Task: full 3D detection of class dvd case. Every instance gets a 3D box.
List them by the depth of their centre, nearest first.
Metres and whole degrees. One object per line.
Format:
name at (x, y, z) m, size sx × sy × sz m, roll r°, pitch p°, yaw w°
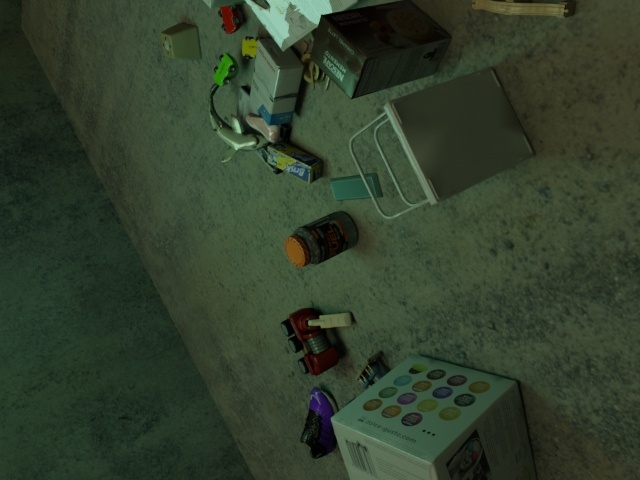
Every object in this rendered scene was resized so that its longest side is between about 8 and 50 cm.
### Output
dvd case at (-0.186, -0.345, 1.771) m, size 0.238 × 0.030 × 0.179 m, roll 47°, pitch 143°, yaw 26°

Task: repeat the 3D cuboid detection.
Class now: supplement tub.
supplement tub at (0.000, 0.000, 1.592) m, size 0.117 × 0.190 × 0.116 m, roll 32°, pitch 135°, yaw 39°

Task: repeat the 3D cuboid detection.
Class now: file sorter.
file sorter at (0.228, -0.182, 1.095) m, size 0.173 × 0.278 × 0.192 m, roll -26°, pitch 89°, yaw 61°

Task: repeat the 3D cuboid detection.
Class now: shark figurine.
shark figurine at (-0.283, -0.359, 1.789) m, size 0.166 × 0.116 × 0.278 m, roll -44°, pitch 80°, yaw 21°

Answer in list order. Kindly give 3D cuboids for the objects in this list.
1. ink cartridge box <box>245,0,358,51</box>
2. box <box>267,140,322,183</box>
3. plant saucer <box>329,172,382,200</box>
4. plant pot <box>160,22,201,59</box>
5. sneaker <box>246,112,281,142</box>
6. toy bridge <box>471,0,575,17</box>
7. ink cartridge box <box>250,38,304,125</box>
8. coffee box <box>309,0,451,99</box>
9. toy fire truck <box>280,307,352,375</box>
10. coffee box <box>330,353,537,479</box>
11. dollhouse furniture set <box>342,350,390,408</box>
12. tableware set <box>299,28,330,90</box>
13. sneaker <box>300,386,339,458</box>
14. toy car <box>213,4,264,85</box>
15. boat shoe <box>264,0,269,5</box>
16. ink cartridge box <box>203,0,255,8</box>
ink cartridge box at (-0.078, -0.617, 1.278) m, size 0.261 × 0.066 × 0.296 m, roll -16°, pitch 122°, yaw 45°
box at (-0.075, -0.229, 1.648) m, size 0.169 × 0.054 × 0.059 m, roll 29°, pitch 134°, yaw 27°
plant saucer at (0.090, -0.141, 1.536) m, size 0.192 × 0.018 × 0.067 m, roll 0°, pitch 111°, yaw 53°
plant pot at (-0.475, -0.663, 1.902) m, size 0.109 × 0.096 × 0.108 m, roll 30°, pitch 133°, yaw 42°
sneaker at (-0.164, -0.353, 1.667) m, size 0.134 × 0.051 × 0.070 m, roll 43°, pitch 138°, yaw 23°
toy bridge at (0.342, -0.406, 0.980) m, size 0.188 × 0.063 × 0.026 m, roll 29°, pitch 132°, yaw 42°
ink cartridge box at (-0.124, -0.436, 1.558) m, size 0.139 × 0.082 × 0.190 m, roll 59°, pitch 148°, yaw 30°
coffee box at (0.120, -0.386, 1.129) m, size 0.141 × 0.247 × 0.098 m, roll 50°, pitch 143°, yaw 22°
toy fire truck at (0.008, 0.319, 1.854) m, size 0.217 × 0.159 × 0.246 m, roll 66°, pitch 157°, yaw -1°
coffee box at (0.288, 0.535, 1.411) m, size 0.338 × 0.334 × 0.338 m, roll 4°, pitch 116°, yaw 52°
dollhouse furniture set at (0.139, 0.448, 1.695) m, size 0.129 × 0.184 × 0.129 m, roll 48°, pitch 143°, yaw 24°
tableware set at (-0.015, -0.484, 1.439) m, size 0.128 × 0.039 × 0.194 m, roll 47°, pitch 142°, yaw 25°
sneaker at (-0.012, 0.688, 2.090) m, size 0.102 × 0.146 × 0.293 m, roll 17°, pitch 124°, yaw 48°
toy car at (-0.248, -0.555, 1.666) m, size 0.239 × 0.053 × 0.225 m, roll 52°, pitch 129°, yaw 19°
boat shoe at (-0.188, -0.704, 1.450) m, size 0.079 × 0.084 × 0.233 m, roll -24°, pitch 115°, yaw 25°
ink cartridge box at (-0.285, -0.738, 1.541) m, size 0.212 × 0.154 × 0.093 m, roll 50°, pitch 145°, yaw 20°
